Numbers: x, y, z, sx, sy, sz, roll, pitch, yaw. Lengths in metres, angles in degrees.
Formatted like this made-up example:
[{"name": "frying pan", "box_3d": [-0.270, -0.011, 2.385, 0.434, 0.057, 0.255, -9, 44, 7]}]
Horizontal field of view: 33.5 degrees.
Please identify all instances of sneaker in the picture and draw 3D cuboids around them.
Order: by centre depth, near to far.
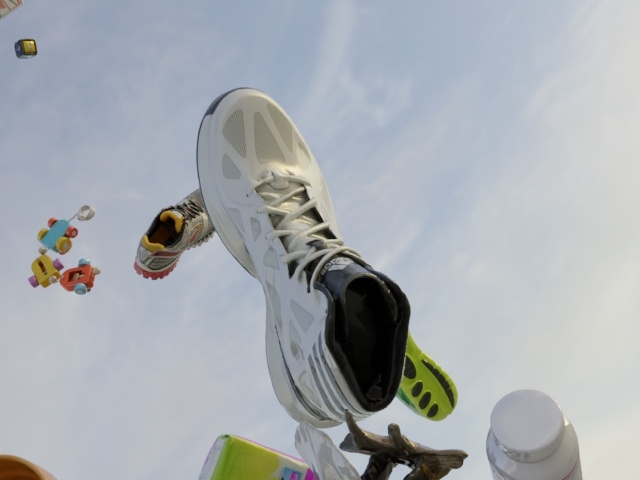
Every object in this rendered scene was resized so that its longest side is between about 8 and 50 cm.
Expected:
[{"name": "sneaker", "box_3d": [0.001, 0.000, 1.272, 0.169, 0.447, 0.257, -17, -4, -26]}, {"name": "sneaker", "box_3d": [0.116, 0.186, 1.825, 0.109, 0.295, 0.123, -29, -4, -24]}, {"name": "sneaker", "box_3d": [-0.247, -0.026, 1.913, 0.225, 0.088, 0.093, -53, -14, -39]}]

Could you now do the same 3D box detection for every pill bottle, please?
[{"name": "pill bottle", "box_3d": [0.205, 0.212, 1.020, 0.087, 0.087, 0.160, -38, -41, -14]}]

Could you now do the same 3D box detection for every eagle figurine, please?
[{"name": "eagle figurine", "box_3d": [0.048, 0.338, 1.062, 0.226, 0.225, 0.298, 64, -134, -68]}]

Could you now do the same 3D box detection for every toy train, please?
[{"name": "toy train", "box_3d": [-0.388, 0.028, 1.660, 0.125, 0.166, 0.046, -15, -40, 12]}]

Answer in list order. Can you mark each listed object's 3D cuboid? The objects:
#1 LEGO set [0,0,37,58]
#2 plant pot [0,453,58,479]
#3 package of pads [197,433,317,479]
[{"name": "LEGO set", "box_3d": [-0.453, -0.306, 1.302, 0.182, 0.060, 0.244, -49, -66, -35]}, {"name": "plant pot", "box_3d": [-0.409, 0.419, 1.468, 0.205, 0.205, 0.188, -43, -31, -5]}, {"name": "package of pads", "box_3d": [-0.134, 0.519, 1.929, 0.296, 0.229, 0.101, -70, 15, -14]}]
